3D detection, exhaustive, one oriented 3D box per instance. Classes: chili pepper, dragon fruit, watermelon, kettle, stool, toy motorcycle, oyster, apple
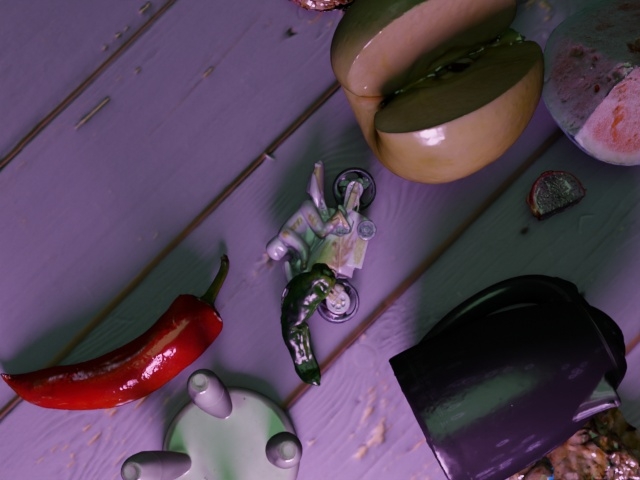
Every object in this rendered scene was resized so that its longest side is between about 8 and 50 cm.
[{"bbox_3d":[-0.271,0.157,1.514,0.369,0.092,0.137,-27,69,-3],"label":"chili pepper"},{"bbox_3d":[0.326,-0.067,1.520,0.083,0.056,0.060,-26,82,-4],"label":"dragon fruit"},{"bbox_3d":[0.448,-0.232,1.508,0.322,0.188,0.175,-27,125,-7],"label":"watermelon"},{"bbox_3d":[0.250,0.163,1.421,0.290,0.207,0.268,-29,42,2],"label":"kettle"},{"bbox_3d":[-0.023,0.115,1.489,0.073,0.050,0.182,12,116,13],"label":"chili pepper"},{"bbox_3d":[-0.136,0.289,1.426,0.195,0.198,0.195,36,86,11],"label":"stool"},{"bbox_3d":[0.000,0.000,1.526,0.151,0.074,0.228,8,91,0],"label":"toy motorcycle"},{"bbox_3d":[0.346,0.312,1.447,0.214,0.083,0.222,-26,73,-3],"label":"oyster"},{"bbox_3d":[0.157,-0.226,1.443,0.254,0.292,0.292,-29,80,-7],"label":"apple"}]

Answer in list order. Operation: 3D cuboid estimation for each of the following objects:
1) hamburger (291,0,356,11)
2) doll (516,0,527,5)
[{"bbox_3d":[0.018,-0.454,1.585,0.231,0.107,0.230,0,74,1],"label":"hamburger"},{"bbox_3d":[0.263,-0.450,1.564,0.138,0.119,0.293,11,76,-10],"label":"doll"}]
